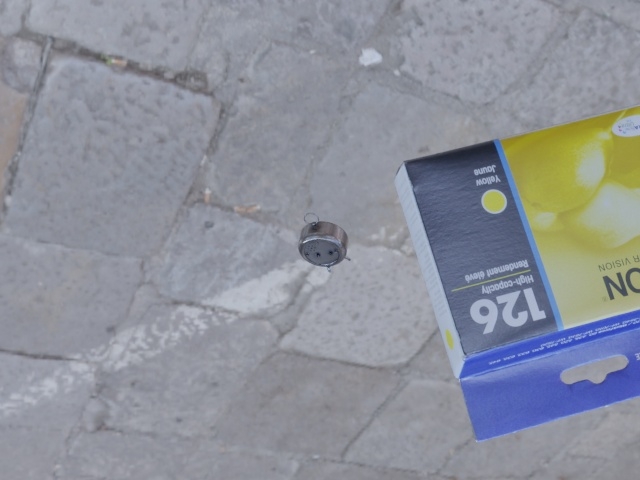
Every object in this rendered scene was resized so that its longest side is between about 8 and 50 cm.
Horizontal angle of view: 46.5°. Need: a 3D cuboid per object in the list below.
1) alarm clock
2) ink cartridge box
[{"bbox_3d":[0.000,0.000,1.933,0.129,0.064,0.192,-8,131,20],"label":"alarm clock"},{"bbox_3d":[0.268,0.026,0.808,0.303,0.307,0.072,-14,164,-7],"label":"ink cartridge box"}]
